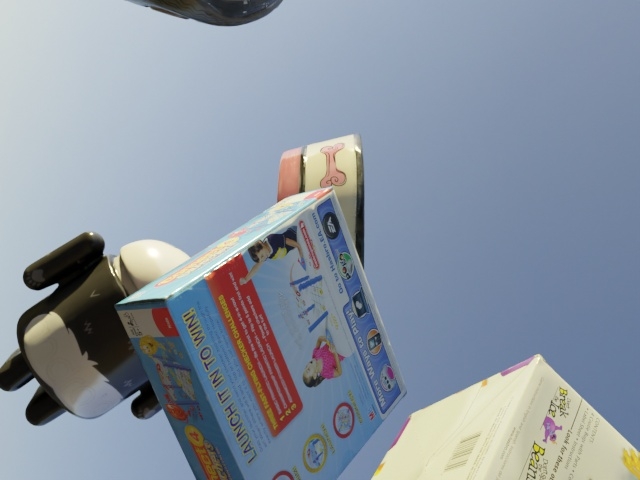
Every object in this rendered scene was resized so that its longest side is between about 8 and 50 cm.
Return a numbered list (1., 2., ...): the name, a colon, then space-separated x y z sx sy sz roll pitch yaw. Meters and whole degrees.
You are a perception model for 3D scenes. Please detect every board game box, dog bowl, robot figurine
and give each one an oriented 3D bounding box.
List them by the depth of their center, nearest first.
1. board game box: 0.160 0.231 0.416 0.275 0.144 0.142 44 -41 -1
2. board game box: -0.045 0.135 0.816 0.086 0.302 0.308 -8 -71 39
3. robot figurine: -0.272 0.118 0.897 0.278 0.209 0.173 -35 -128 -4
4. dog bowl: 0.000 0.000 1.311 0.408 0.151 0.407 -179 -90 -90

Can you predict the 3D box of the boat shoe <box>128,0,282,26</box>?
1. boat shoe: -0.032 -0.244 0.434 0.324 0.123 0.119 -73 174 -51
